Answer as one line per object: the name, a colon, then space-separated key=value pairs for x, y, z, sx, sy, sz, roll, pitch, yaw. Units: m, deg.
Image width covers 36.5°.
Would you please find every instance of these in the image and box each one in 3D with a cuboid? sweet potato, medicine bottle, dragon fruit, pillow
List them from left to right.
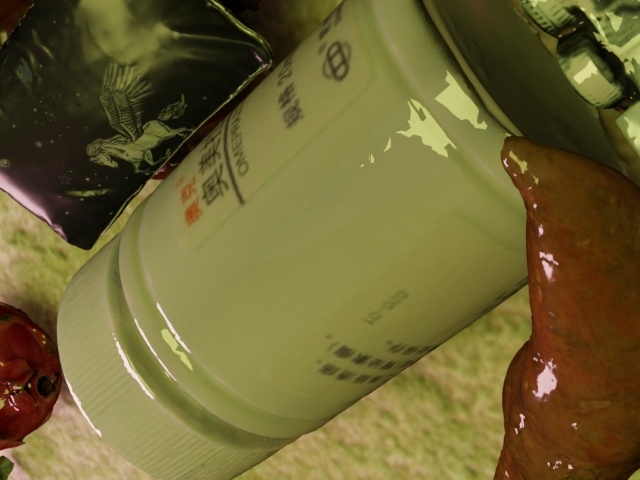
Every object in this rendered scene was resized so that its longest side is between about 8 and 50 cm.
dragon fruit: x=-0.280 y=0.118 z=0.821 sx=0.166 sy=0.136 sz=0.133 roll=6 pitch=137 yaw=37
pillow: x=-0.140 y=-0.092 z=0.603 sx=0.141 sy=0.055 sz=0.208 roll=43 pitch=118 yaw=-6
medicine bottle: x=0.000 y=0.000 z=0.598 sx=0.332 sy=0.190 sz=0.190 roll=-40 pitch=80 yaw=29
sweet potato: x=0.145 y=0.079 z=0.513 sx=0.106 sy=0.095 sz=0.355 roll=11 pitch=144 yaw=17

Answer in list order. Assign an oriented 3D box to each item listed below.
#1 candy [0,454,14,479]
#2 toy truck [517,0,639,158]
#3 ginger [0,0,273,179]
candy: x=-0.305 y=0.210 z=0.896 sx=0.073 sy=0.077 sz=0.262 roll=-31 pitch=75 yaw=52
toy truck: x=0.198 y=-0.092 z=0.506 sx=0.114 sy=0.135 sz=0.270 roll=-37 pitch=77 yaw=32
ginger: x=-0.142 y=-0.200 z=0.659 sx=0.274 sy=0.152 sz=0.357 roll=29 pitch=115 yaw=21
